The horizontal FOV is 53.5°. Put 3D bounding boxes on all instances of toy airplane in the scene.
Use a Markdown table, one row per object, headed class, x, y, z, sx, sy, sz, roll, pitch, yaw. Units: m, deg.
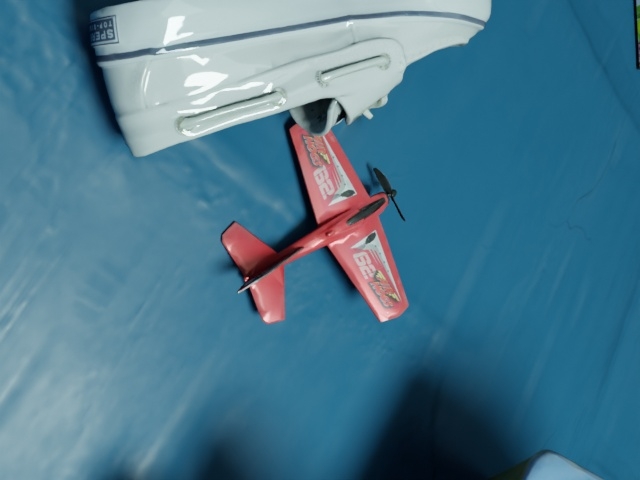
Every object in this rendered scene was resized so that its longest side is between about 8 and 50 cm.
| class | x | y | z | sx | sy | sz | roll | pitch | yaw |
| --- | --- | --- | --- | --- | --- | --- | --- | --- | --- |
| toy airplane | 0.000 | 0.000 | 0.418 | 0.151 | 0.028 | 0.151 | 5 | 81 | -34 |

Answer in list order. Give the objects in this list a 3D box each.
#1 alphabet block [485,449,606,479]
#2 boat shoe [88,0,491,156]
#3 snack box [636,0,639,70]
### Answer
| class | x | y | z | sx | sy | sz | roll | pitch | yaw |
| --- | --- | --- | --- | --- | --- | --- | --- | --- | --- |
| alphabet block | 0.173 | 0.283 | 0.429 | 0.193 | 0.192 | 0.197 | -55 | 162 | -20 |
| boat shoe | -0.002 | -0.106 | 0.380 | 0.258 | 0.095 | 0.084 | -16 | 108 | -25 |
| snack box | 0.416 | -0.300 | 0.694 | 0.174 | 0.070 | 0.207 | -16 | 104 | -36 |
